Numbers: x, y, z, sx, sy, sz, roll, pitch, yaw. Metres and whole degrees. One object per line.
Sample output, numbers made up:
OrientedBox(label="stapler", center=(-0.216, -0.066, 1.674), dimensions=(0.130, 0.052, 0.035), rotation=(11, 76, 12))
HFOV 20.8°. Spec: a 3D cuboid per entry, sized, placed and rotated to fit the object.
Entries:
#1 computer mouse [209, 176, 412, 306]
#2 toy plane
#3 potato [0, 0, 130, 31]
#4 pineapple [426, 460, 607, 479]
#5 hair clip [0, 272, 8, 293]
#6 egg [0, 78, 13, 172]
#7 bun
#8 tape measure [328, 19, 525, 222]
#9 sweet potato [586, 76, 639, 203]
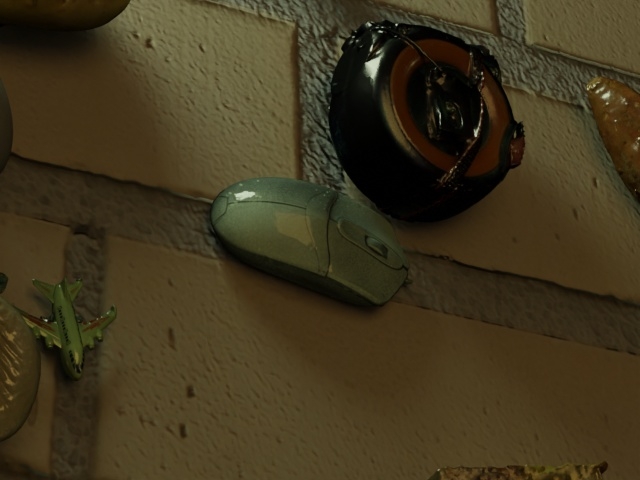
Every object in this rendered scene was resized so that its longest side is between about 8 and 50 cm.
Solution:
OrientedBox(label="computer mouse", center=(0.001, -0.003, 1.766), dimensions=(0.229, 0.068, 0.113), rotation=(18, 54, -16))
OrientedBox(label="toy plane", center=(-0.234, 0.082, 1.605), dimensions=(0.102, 0.040, 0.111), rotation=(1, 60, -25))
OrientedBox(label="potato", center=(-0.331, -0.301, 1.748), dimensions=(0.300, 0.140, 0.173), rotation=(23, 44, -19))
OrientedBox(label="pineapple", center=(0.172, 0.283, 1.636), dimensions=(0.186, 0.114, 0.236), rotation=(44, 53, 5))
OrientedBox(label="hair clip", center=(-0.396, 0.027, 1.561), dimensions=(0.229, 0.036, 0.066), rotation=(10, 50, -14))
OrientedBox(label="egg", center=(-0.383, -0.133, 1.585), dimensions=(0.232, 0.176, 0.176), rotation=(38, 49, -9))
OrientedBox(label="bun", center=(-0.331, 0.102, 1.494), dimensions=(0.167, 0.113, 0.173), rotation=(-14, 89, -28))
OrientedBox(label="tape measure", center=(0.111, -0.130, 1.865), dimensions=(0.202, 0.135, 0.222), rotation=(11, 60, -31))
OrientedBox(label="sweet potato", center=(0.394, -0.091, 2.014), dimensions=(0.097, 0.097, 0.251), rotation=(-23, 73, -37))
